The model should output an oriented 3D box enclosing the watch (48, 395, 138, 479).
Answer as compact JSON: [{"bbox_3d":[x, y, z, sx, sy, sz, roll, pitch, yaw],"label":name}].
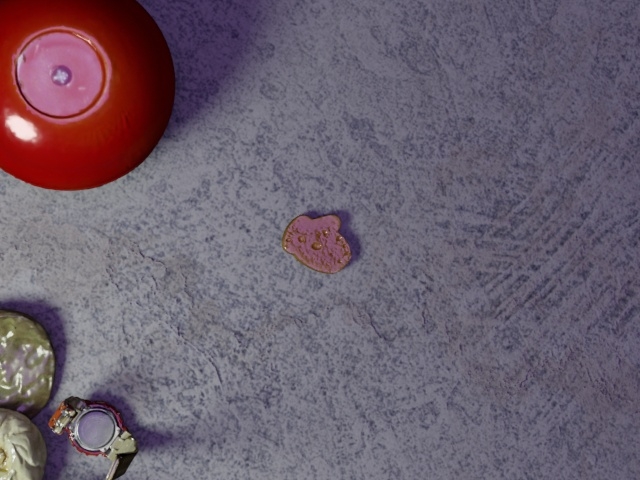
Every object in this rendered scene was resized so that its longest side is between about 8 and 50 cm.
[{"bbox_3d":[-0.398,0.343,1.677,0.164,0.268,0.102,35,81,0],"label":"watch"}]

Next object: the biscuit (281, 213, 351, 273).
[{"bbox_3d":[0.000,0.000,1.901,0.140,0.023,0.118,37,80,-8],"label":"biscuit"}]

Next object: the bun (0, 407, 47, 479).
[{"bbox_3d":[-0.569,0.389,1.703,0.164,0.111,0.188,-3,101,-16],"label":"bun"}]

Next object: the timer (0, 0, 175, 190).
[{"bbox_3d":[-0.445,-0.276,1.687,0.377,0.279,0.378,0,90,-12],"label":"timer"}]

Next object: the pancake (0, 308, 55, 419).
[{"bbox_3d":[-0.596,0.236,1.749,0.241,0.050,0.242,-2,100,-11],"label":"pancake"}]
